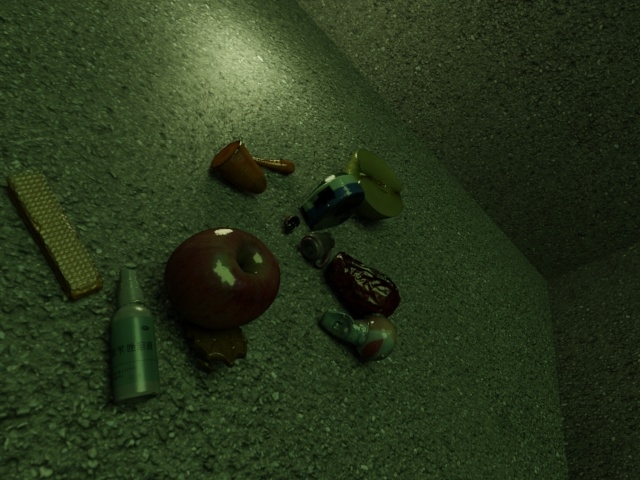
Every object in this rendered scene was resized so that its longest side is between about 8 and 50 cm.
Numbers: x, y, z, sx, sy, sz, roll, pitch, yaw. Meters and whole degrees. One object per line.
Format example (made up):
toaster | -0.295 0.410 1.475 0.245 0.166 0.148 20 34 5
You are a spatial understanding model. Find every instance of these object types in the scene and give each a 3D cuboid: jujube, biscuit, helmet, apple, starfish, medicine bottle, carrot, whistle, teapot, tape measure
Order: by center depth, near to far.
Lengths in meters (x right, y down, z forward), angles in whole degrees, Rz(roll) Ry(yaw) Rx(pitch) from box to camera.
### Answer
medicine bottle | -0.499 0.242 1.087 0.110 0.110 0.351 7 57 -42
biscuit | -0.720 -0.015 1.108 0.094 0.054 0.378 -28 83 -50
starfish | -0.322 0.367 1.189 0.086 0.092 0.016 19 34 -9
biscuit | -0.299 0.296 1.221 0.182 0.034 0.215 10 22 -40
apple | -0.301 0.122 1.248 0.345 0.269 0.344 36 34 -30
whistle | 0.162 0.371 1.608 0.348 0.189 0.189 22 47 -17
carrot | -0.308 -0.282 1.662 0.225 0.159 0.159 42 39 -29
jujube | 0.175 0.192 1.740 0.342 0.216 0.216 44 39 -1
helmet | -0.132 -0.073 1.742 0.084 0.049 0.065 -45 133 -27
teapot | 0.004 0.029 1.742 0.146 0.116 0.148 -25 82 -47
carrot | -0.215 -0.348 1.865 0.257 0.061 0.061 5 58 -40
tape measure | 0.065 -0.188 1.876 0.259 0.262 0.138 -17 64 -50
apple | 0.289 -0.276 2.137 0.361 0.319 0.312 23 8 -40

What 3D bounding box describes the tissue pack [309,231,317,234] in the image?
tissue pack | 0.000 0.000 1.837 0.108 0.023 0.056 18 52 -35
